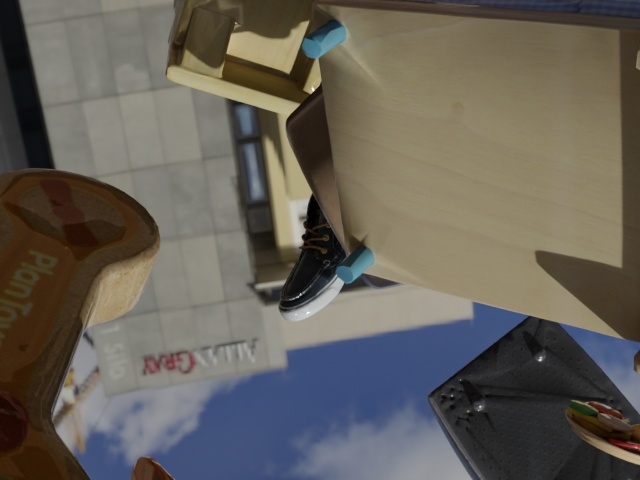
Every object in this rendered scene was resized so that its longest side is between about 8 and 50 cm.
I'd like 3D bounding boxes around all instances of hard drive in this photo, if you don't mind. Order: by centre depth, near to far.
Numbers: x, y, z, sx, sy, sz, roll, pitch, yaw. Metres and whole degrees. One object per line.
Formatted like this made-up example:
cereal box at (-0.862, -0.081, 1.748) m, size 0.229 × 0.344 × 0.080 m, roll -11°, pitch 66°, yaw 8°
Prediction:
hard drive at (0.226, 0.208, 0.982) m, size 0.172 × 0.255 × 0.054 m, roll -34°, pitch 169°, yaw -24°

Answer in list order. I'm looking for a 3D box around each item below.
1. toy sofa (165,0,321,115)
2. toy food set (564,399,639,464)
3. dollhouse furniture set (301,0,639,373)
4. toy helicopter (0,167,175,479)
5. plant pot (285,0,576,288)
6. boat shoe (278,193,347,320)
toy sofa at (-0.021, -0.310, 0.955) m, size 0.150 × 0.363 × 0.177 m, roll 14°, pitch -148°, yaw -15°
toy food set at (0.213, 0.136, 0.750) m, size 0.083 × 0.020 × 0.082 m, roll 26°, pitch -169°, yaw 31°
dollhouse furniture set at (0.078, -0.115, 0.456) m, size 0.286 × 0.304 × 0.198 m, roll 12°, pitch -145°, yaw 35°
toy helicopter at (-0.103, 0.067, 0.343) m, size 0.234 × 0.140 × 0.355 m, roll 16°, pitch -153°, yaw -5°
plant pot at (0.103, -0.082, 0.793) m, size 0.229 × 0.263 × 0.263 m, roll -27°, pitch -159°, yaw 5°
boat shoe at (0.000, 0.000, 1.165) m, size 0.065 × 0.083 × 0.183 m, roll 6°, pitch -133°, yaw 45°
